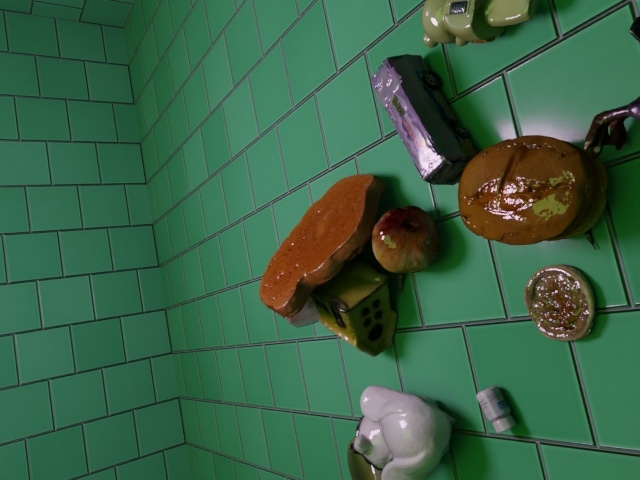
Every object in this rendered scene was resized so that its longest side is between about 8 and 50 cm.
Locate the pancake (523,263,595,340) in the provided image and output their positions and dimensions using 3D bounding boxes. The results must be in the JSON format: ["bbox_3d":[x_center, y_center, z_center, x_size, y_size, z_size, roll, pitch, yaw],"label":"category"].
[{"bbox_3d":[0.454,0.120,0.971,0.152,0.025,0.151,8,100,54],"label":"pancake"}]

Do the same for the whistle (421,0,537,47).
[{"bbox_3d":[0.306,-0.458,1.026,0.288,0.106,0.131,27,115,51],"label":"whistle"}]

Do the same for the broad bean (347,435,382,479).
[{"bbox_3d":[0.144,0.636,1.426,0.228,0.100,0.169,-9,80,56],"label":"broad bean"}]

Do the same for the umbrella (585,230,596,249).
[{"bbox_3d":[0.473,-0.038,0.932,0.022,0.013,0.122,-23,74,33],"label":"umbrella"}]

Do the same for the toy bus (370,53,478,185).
[{"bbox_3d":[0.225,-0.274,1.141,0.112,0.138,0.316,-48,59,45],"label":"toy bus"}]

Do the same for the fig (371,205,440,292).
[{"bbox_3d":[0.204,0.039,1.242,0.159,0.159,0.257,51,155,38],"label":"fig"}]

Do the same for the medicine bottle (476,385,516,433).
[{"bbox_3d":[0.376,0.360,1.092,0.052,0.052,0.089,-51,55,45],"label":"medicine bottle"}]

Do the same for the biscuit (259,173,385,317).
[{"bbox_3d":[0.001,0.001,1.367,0.455,0.078,0.349,-46,27,13],"label":"biscuit"}]

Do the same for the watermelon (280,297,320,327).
[{"bbox_3d":[-0.018,0.097,1.501,0.305,0.180,0.224,-48,70,15],"label":"watermelon"}]

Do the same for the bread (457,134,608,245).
[{"bbox_3d":[0.375,-0.089,0.937,0.270,0.143,0.195,6,94,61],"label":"bread"}]

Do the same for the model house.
[{"bbox_3d":[0.100,0.191,1.385,0.193,0.175,0.234,24,146,49],"label":"model house"}]

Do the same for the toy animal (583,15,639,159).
[{"bbox_3d":[0.514,-0.182,0.762,0.185,0.122,0.298,20,117,57],"label":"toy animal"}]

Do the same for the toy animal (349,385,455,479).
[{"bbox_3d":[0.192,0.469,1.263,0.249,0.174,0.289,52,135,36],"label":"toy animal"}]
